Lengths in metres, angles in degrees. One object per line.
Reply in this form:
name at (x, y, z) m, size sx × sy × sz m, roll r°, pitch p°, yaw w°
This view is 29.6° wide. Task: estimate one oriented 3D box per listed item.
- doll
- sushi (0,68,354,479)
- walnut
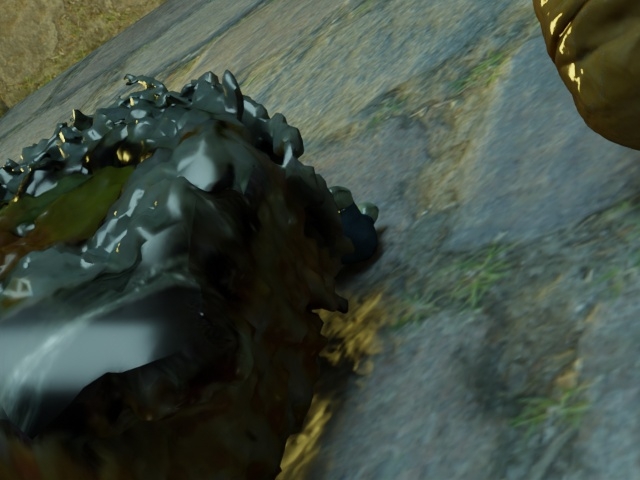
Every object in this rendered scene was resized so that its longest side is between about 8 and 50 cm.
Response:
doll at (0.000, 0.000, 0.873) m, size 0.083 × 0.076 × 0.050 m, roll -28°, pitch 63°, yaw 15°
sushi at (-0.175, 0.049, 0.780) m, size 0.417 × 0.176 × 0.417 m, roll -18°, pitch 29°, yaw 11°
walnut at (0.213, -0.136, 0.649) m, size 0.197 × 0.165 × 0.165 m, roll -25°, pitch 23°, yaw 39°
